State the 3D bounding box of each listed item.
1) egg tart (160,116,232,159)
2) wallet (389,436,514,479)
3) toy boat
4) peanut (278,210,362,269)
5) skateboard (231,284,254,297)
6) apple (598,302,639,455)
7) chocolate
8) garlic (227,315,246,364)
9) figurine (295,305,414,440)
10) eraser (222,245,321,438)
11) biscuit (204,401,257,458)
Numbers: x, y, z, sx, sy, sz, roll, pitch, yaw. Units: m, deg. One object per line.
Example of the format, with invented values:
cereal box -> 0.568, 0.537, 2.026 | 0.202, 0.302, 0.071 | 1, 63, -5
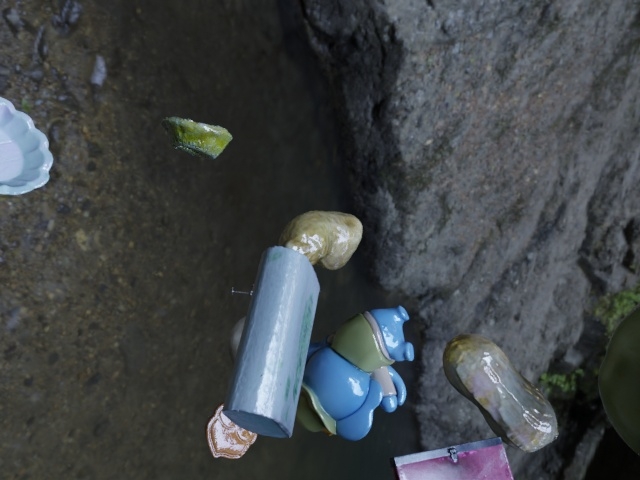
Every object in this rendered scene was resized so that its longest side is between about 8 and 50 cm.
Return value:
egg tart -> -0.324, -0.265, 1.474 | 0.197, 0.197, 0.078 | 21, 82, -66
wallet -> 0.217, 0.389, 0.907 | 0.232, 0.025, 0.119 | 2, 65, -31
toy boat -> -0.678, -0.196, 1.160 | 0.199, 0.290, 0.100 | -26, 171, -46
peanut -> 0.000, 0.000, 1.264 | 0.253, 0.122, 0.137 | -3, 67, -51
skateboard -> -0.287, 0.182, 2.128 | 0.064, 0.083, 0.032 | -94, -168, -54
apple -> 0.671, 0.252, 0.960 | 0.357, 0.357, 0.357 | -42, 138, -52
chocolate -> 0.359, 0.309, 1.139 | 0.309, 0.134, 0.134 | 46, 50, -15
garlic -> -0.158, 0.241, 1.343 | 0.129, 0.090, 0.198 | 57, 7, -37
figurine -> 0.061, 0.236, 1.001 | 0.180, 0.262, 0.154 | 59, 13, 7
eraser -> -0.062, 0.145, 0.802 | 0.174, 0.081, 0.227 | 71, 26, -60
biscuit -> -0.143, 0.316, 0.986 | 0.130, 0.019, 0.102 | -41, 111, -33
